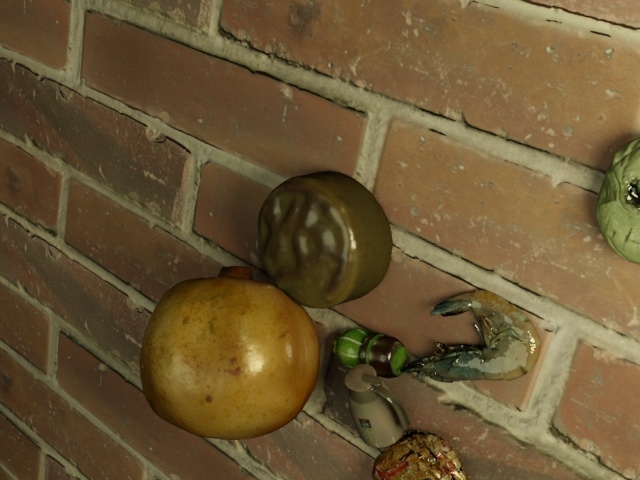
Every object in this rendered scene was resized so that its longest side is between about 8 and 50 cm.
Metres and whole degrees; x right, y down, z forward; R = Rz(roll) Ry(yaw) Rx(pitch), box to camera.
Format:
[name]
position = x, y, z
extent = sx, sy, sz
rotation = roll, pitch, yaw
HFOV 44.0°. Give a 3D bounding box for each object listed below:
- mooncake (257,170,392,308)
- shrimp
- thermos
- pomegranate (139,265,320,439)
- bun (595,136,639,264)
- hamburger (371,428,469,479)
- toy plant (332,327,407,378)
[mooncake]
position = 0.000, 0.000, 1.654
extent = 0.284, 0.155, 0.284
rotation = 12, 109, 38
[shrimp]
position = 0.278, 0.189, 1.536
extent = 0.289, 0.075, 0.178
rotation = -12, 86, 41
[thermos]
position = 0.118, 0.335, 1.620
extent = 0.137, 0.105, 0.193
rotation = 21, 145, 38
[pomegranate]
position = -0.206, 0.238, 1.725
extent = 0.416, 0.416, 0.417
rotation = 11, 108, 36
[bun]
position = 0.531, -0.056, 1.240
extent = 0.221, 0.108, 0.221
rotation = 11, 108, 36
[hamburger]
position = 0.207, 0.512, 1.655
extent = 0.231, 0.107, 0.231
rotation = 19, 120, 36
[toy plant]
position = 0.099, 0.236, 1.675
extent = 0.162, 0.092, 0.093
rotation = 9, 107, 37
